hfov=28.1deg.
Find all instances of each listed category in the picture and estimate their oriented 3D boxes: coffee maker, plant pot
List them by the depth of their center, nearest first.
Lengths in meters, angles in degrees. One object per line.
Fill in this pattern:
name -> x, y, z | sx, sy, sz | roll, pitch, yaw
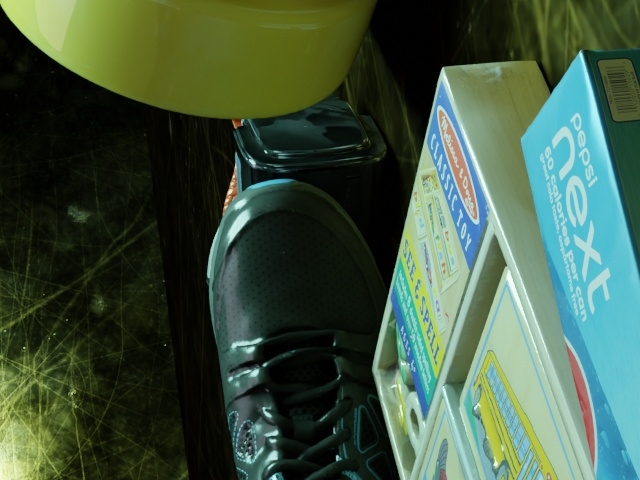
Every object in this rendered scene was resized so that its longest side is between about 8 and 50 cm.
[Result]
plant pot -> -0.061, -0.244, 0.798 | 0.254, 0.254, 0.239 | -107, 31, -45
coffee maker -> 0.000, 0.000, 0.945 | 0.171, 0.120, 0.178 | 37, 138, 43

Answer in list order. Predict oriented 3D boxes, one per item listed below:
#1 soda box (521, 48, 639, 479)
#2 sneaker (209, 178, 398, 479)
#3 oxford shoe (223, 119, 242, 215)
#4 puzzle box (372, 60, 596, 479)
soda box -> 0.125, 0.045, 0.408 | 0.071, 0.067, 0.210 | 114, 149, -68
sneaker -> 0.002, 0.127, 0.820 | 0.139, 0.125, 0.340 | -172, 72, -88
oxford shoe -> -0.032, -0.058, 1.133 | 0.098, 0.097, 0.271 | 8, -100, -81
puzzle box -> 0.107, 0.153, 0.590 | 0.272, 0.052, 0.408 | 99, 161, -50
